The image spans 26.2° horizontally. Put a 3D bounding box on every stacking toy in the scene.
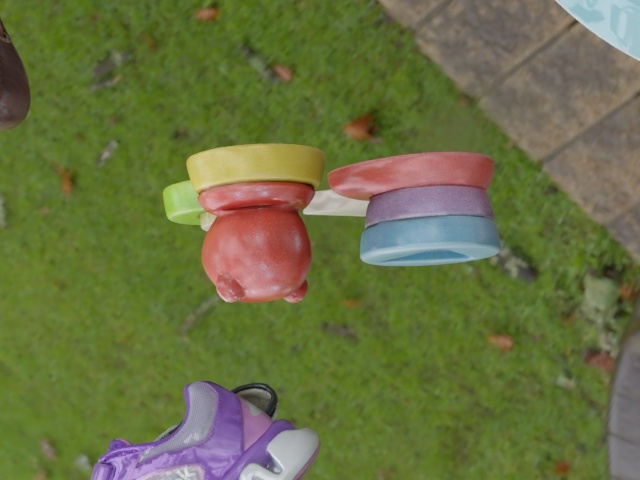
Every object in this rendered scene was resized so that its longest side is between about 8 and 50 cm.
[{"bbox_3d":[0.000,0.000,1.300,0.279,0.309,0.130,162,107,-64],"label":"stacking toy"}]

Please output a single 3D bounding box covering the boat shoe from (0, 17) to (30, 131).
[{"bbox_3d":[-0.274,-0.174,0.870,0.123,0.123,0.342,-58,46,17],"label":"boat shoe"}]

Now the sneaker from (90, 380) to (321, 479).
[{"bbox_3d":[-0.111,0.180,0.852,0.104,0.236,0.095,42,170,7],"label":"sneaker"}]

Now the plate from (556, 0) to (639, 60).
[{"bbox_3d":[0.159,-0.165,0.745,0.188,0.024,0.188,44,170,9],"label":"plate"}]

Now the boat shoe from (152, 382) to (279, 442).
[{"bbox_3d":[-0.148,0.250,1.555,0.114,0.302,0.091,19,117,21],"label":"boat shoe"}]
